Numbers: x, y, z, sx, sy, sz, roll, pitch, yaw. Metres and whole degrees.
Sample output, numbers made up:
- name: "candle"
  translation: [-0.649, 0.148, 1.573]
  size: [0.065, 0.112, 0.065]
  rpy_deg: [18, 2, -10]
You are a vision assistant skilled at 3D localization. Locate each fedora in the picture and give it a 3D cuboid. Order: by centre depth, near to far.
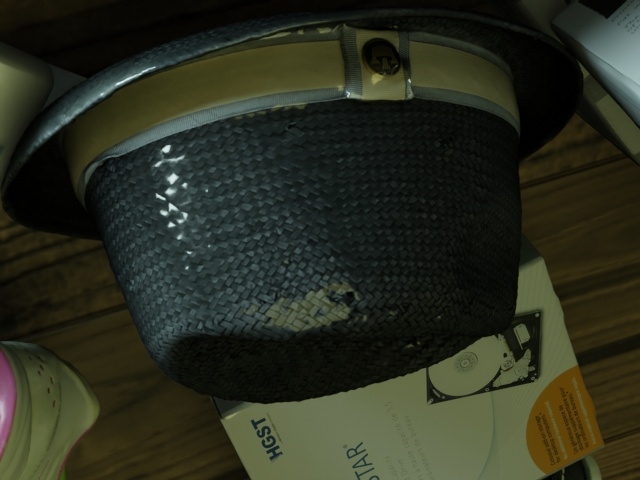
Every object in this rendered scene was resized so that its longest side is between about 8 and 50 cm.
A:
- name: "fedora"
  translation: [0.000, 0.000, 0.847]
  size: [0.334, 0.152, 0.334]
  rpy_deg: [-12, 163, -4]

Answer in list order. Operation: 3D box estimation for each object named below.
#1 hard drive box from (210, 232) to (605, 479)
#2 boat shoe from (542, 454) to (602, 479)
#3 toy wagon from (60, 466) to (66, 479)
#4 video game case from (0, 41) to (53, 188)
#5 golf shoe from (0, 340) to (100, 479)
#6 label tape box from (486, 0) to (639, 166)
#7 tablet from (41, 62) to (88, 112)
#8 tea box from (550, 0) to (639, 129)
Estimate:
- name: "hard drive box"
  translation: [0.056, 0.108, 1.055]
  size: [0.232, 0.089, 0.181]
  rpy_deg: [-27, 124, -3]
- name: "boat shoe"
  translation: [0.091, 0.262, 1.145]
  size: [0.091, 0.114, 0.302]
  rpy_deg: [20, 110, -35]
- name: "toy wagon"
  translation: [-0.296, 0.164, 0.971]
  size: [0.267, 0.068, 0.344]
  rpy_deg: [-4, 119, -19]
- name: "video game case"
  translation: [-0.343, -0.006, 0.798]
  size: [0.300, 0.036, 0.329]
  rpy_deg: [23, 108, -26]
- name: "golf shoe"
  translation: [-0.228, 0.189, 0.889]
  size: [0.306, 0.115, 0.140]
  rpy_deg: [-56, 157, 12]
- name: "label tape box"
  translation: [0.175, -0.237, 0.884]
  size: [0.240, 0.106, 0.333]
  rpy_deg: [-41, 125, 6]
- name: "tablet"
  translation: [-0.148, -0.072, 0.922]
  size: [0.083, 0.006, 0.054]
  rpy_deg: [20, 111, -28]
- name: "tea box"
  translation: [0.357, -0.095, 0.787]
  size: [0.323, 0.220, 0.329]
  rpy_deg: [43, 100, -16]
